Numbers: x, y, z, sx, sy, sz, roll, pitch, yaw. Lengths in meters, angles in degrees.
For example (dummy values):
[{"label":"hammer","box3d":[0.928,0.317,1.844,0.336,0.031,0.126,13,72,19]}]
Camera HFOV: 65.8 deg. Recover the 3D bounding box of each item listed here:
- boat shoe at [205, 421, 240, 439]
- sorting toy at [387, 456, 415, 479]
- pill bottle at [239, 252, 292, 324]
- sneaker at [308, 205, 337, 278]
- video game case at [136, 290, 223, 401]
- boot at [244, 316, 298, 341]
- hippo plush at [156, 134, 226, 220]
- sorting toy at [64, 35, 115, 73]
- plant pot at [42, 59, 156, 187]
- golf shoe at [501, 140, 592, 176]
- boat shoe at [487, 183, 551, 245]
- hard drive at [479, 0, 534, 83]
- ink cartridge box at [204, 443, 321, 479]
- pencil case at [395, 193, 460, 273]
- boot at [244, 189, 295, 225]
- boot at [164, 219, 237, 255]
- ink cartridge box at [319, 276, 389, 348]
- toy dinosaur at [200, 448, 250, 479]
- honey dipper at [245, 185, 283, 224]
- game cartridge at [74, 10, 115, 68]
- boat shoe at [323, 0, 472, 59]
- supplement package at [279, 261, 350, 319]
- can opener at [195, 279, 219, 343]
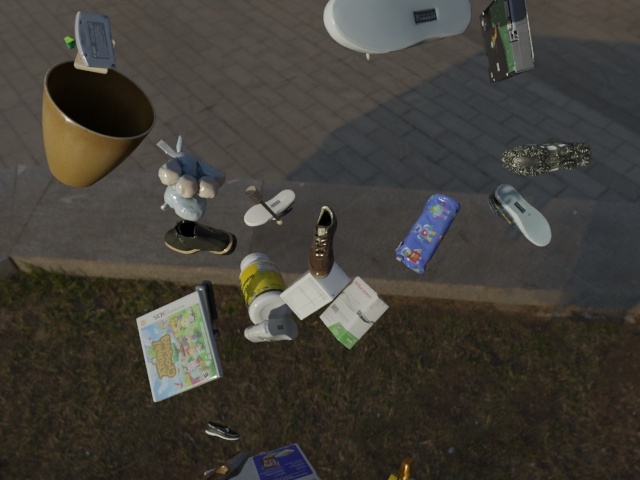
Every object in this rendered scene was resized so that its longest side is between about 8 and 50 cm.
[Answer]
[{"label":"boat shoe","box3d":[-0.345,0.674,1.756,0.125,0.046,0.038,12,91,9]},{"label":"sorting toy","box3d":[0.194,0.752,1.335,0.041,0.307,0.229,21,28,37]},{"label":"pill bottle","box3d":[-0.250,0.205,2.164,0.187,0.188,0.334,-13,38,-13]},{"label":"sneaker","box3d":[0.000,0.000,1.210,0.066,0.071,0.189,-2,56,15]},{"label":"video game case","box3d":[-0.342,0.253,1.187,0.193,0.023,0.213,-24,72,16]},{"label":"boot","box3d":[-0.200,0.365,2.008,0.123,0.258,0.095,-16,70,23]},{"label":"hippo plush","box3d":[-0.519,-0.191,1.822,0.294,0.237,0.234,38,34,10]},{"label":"sorting toy","box3d":[-0.394,-0.318,0.833,0.083,0.012,0.062,10,81,-1]},{"label":"plant pot","box3d":[-0.554,-0.248,1.178,0.237,0.254,0.237,25,41,-25]},{"label":"golf shoe","box3d":[0.535,-0.198,1.186,0.198,0.077,0.094,1,17,15]},{"label":"boat shoe","box3d":[0.500,-0.060,1.245,0.065,0.083,0.183,-36,82,-6]},{"label":"hard drive","box3d":[0.583,-0.635,1.562,0.064,0.237,0.339,-12,10,10]},{"label":"ink cartridge box","box3d":[-0.172,0.703,1.419,0.303,0.307,0.072,-10,91,-16]},{"label":"pencil case","box3d":[0.391,-0.029,1.824,0.133,0.119,0.306,29,81,24]},{"label":"boot","box3d":[-0.160,-0.087,1.590,0.190,0.086,0.069,-31,70,-22]},{"label":"boot","box3d":[-0.304,-0.019,1.105,0.197,0.137,0.077,0,76,27]},{"label":"ink cartridge box","box3d":[0.126,0.267,1.854,0.219,0.092,0.160,-47,36,1]},{"label":"toy dinosaur","box3d":[-0.156,0.275,0.500,0.211,0.112,0.064,-3,85,-39]},{"label":"honey dipper","box3d":[-0.133,-0.084,1.242,0.030,0.161,0.031,-13,58,22]},{"label":"game cartridge","box3d":[-0.363,-0.321,0.794,0.017,0.083,0.056,3,12,40]},{"label":"boat shoe","box3d":[0.137,-0.461,1.038,0.367,0.136,0.156,-22,18,-29]},{"label":"supplement package","box3d":[-0.022,0.184,1.915,0.139,0.244,0.134,49,49,-2]},{"label":"can opener","box3d":[-0.449,0.290,1.894,0.095,0.284,0.076,1,20,17]}]
